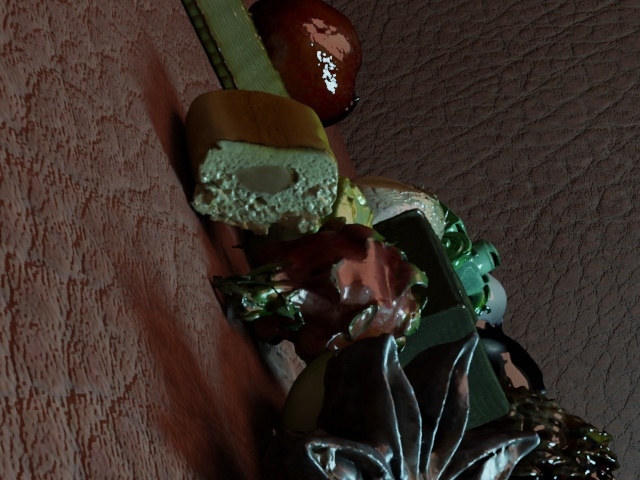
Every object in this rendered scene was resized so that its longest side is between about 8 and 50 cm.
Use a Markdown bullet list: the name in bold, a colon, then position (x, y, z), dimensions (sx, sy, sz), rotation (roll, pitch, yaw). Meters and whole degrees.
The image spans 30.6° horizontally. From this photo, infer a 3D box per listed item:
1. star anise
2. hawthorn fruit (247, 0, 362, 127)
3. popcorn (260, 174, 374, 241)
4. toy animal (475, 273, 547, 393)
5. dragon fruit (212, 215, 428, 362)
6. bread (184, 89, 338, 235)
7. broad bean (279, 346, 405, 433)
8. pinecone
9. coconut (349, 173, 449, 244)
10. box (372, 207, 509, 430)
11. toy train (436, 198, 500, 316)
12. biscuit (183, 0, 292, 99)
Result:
- **star anise**: position (0.038, 0.177, 0.778), dimensions (0.109, 0.236, 0.223), rotation (1, -52, 46)
- **hawthorn fruit**: position (-0.051, -0.277, 1.728), dimensions (0.251, 0.189, 0.189), rotation (34, 26, -36)
- **popcorn**: position (0.000, 0.000, 1.209), dimensions (0.136, 0.141, 0.162), rotation (21, 4, -42)
- **toy animal**: position (0.209, 0.169, 1.936), dimensions (0.310, 0.251, 0.251), rotation (59, 4, 19)
- **dragon fruit**: position (-0.009, 0.046, 1.048), dimensions (0.137, 0.236, 0.135), rotation (17, -81, 54)
- **bread**: position (-0.059, -0.076, 1.081), dimensions (0.173, 0.134, 0.085), rotation (-105, -158, -64)
- **broad bean**: position (0.052, 0.211, 0.961), dimensions (0.291, 0.119, 0.238), rotation (56, 25, -47)
- **pinecone**: position (0.265, 0.332, 1.623), dimensions (0.295, 0.299, 0.242), rotation (-87, -177, -52)
- **coconut**: position (0.059, 0.004, 1.541), dimensions (0.194, 0.194, 0.194), rotation (-24, 90, -84)
- **box**: position (0.095, 0.118, 1.360), dimensions (0.273, 0.184, 0.143), rotation (59, 8, -50)
- **toy train**: position (0.133, 0.056, 1.710), dimensions (0.132, 0.243, 0.188), rotation (62, -7, -33)
- **biscuit**: position (-0.111, -0.252, 1.564), dimensions (0.254, 0.029, 0.172), rotation (64, 20, -15)
